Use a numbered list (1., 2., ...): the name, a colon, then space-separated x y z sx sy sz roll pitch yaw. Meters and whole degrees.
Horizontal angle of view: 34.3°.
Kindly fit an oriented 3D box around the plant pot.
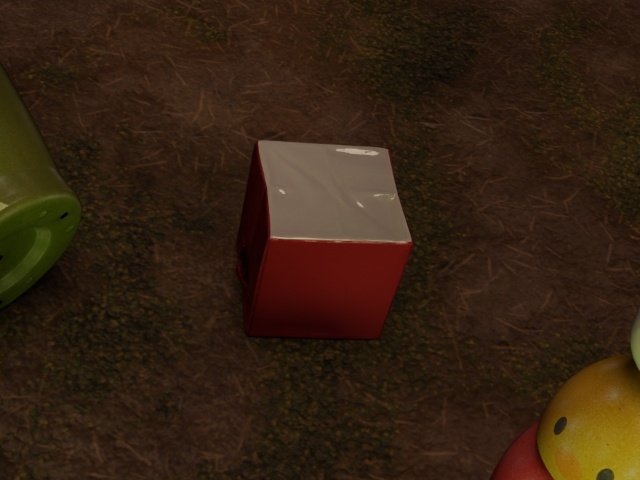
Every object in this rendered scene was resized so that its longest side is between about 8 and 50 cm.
1. plant pot: -0.487 -0.092 1.253 0.353 0.366 0.366 45 51 12

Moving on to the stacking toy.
1. stacking toy: 0.304 0.227 1.014 0.350 0.480 0.351 7 29 -4

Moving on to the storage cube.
1. storage cube: 0.000 0.000 1.376 0.215 0.193 0.184 2 47 -12
